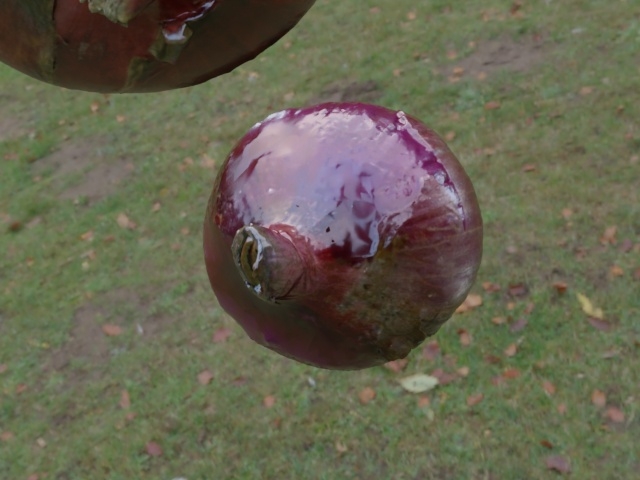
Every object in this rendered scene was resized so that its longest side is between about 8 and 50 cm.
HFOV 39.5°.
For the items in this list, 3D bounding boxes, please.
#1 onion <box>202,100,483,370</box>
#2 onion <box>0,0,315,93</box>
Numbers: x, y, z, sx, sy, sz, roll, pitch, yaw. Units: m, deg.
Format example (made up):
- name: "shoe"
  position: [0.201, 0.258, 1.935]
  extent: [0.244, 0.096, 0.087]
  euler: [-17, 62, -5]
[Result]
- name: "onion"
  position: [0.000, 0.000, 1.029]
  extent: [0.348, 0.347, 0.385]
  euler: [-2, 6, 24]
- name: "onion"
  position: [-0.098, -0.180, 0.423]
  extent: [0.248, 0.248, 0.161]
  euler: [-26, 22, -10]
